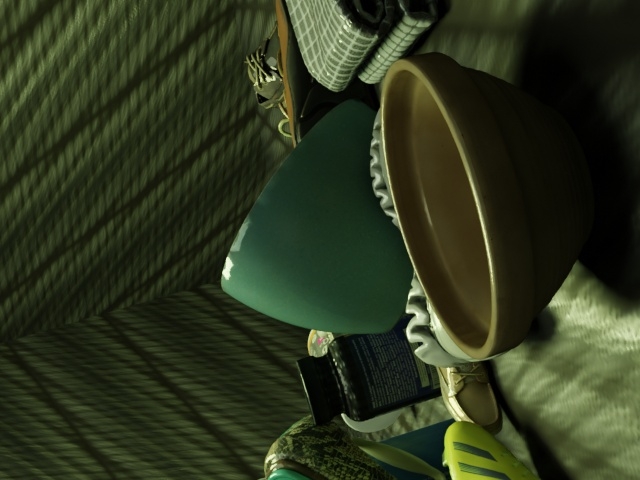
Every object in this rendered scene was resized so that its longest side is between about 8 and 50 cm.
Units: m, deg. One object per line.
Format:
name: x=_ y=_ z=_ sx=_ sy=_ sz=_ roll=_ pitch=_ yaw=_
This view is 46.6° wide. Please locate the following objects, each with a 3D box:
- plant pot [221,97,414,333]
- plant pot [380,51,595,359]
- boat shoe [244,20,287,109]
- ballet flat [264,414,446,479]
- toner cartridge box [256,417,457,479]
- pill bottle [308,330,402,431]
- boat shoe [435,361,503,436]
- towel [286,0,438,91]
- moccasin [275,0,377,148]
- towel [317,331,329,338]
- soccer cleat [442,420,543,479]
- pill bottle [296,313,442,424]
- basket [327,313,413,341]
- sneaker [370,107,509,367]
plant pot: x=0.045 y=0.001 z=0.912 sx=0.195 sy=0.290 sz=0.290 roll=35 pitch=164 yaw=10
plant pot: x=0.135 y=-0.036 z=0.583 sx=0.237 sy=0.109 sz=0.237 roll=165 pitch=90 yaw=-83
boat shoe: x=-0.087 y=-0.353 z=1.568 sx=0.355 sy=0.130 sz=0.132 roll=103 pitch=150 yaw=-77
ballet flat: x=0.148 y=0.402 z=1.023 sx=0.482 sy=0.182 sz=0.164 roll=36 pitch=133 yaw=10
toner cartridge box: x=0.069 y=0.401 z=1.129 sx=0.075 sy=0.347 sz=0.165 roll=96 pitch=157 yaw=-69
pill bottle: x=0.075 y=0.274 z=1.582 sx=0.278 sy=0.162 sz=0.162 roll=-123 pitch=18 yaw=-66
boat shoe: x=0.174 y=0.162 z=0.921 sx=0.059 sy=0.063 sz=0.170 roll=77 pitch=173 yaw=-46
towel: x=0.018 y=-0.326 z=0.819 sx=0.235 sy=0.121 sz=0.284 roll=151 pitch=103 yaw=-82
moccasin: x=-0.002 y=-0.223 z=1.144 sx=0.147 sy=0.139 sz=0.380 roll=105 pitch=149 yaw=-79
towel: x=0.000 y=0.000 z=1.569 sx=0.312 sy=0.056 sz=0.324 roll=-112 pitch=30 yaw=-42
soccer cleat: x=0.221 y=0.281 z=0.754 sx=0.121 sy=0.093 sz=0.289 roll=-59 pitch=31 yaw=21
pill bottle: x=0.083 y=0.181 z=1.040 sx=0.123 sy=0.219 sz=0.123 roll=164 pitch=90 yaw=-83
basket: x=0.082 y=0.109 z=1.146 sx=0.113 sy=0.167 sz=0.103 roll=-141 pitch=29 yaw=-79
sneaker: x=0.134 y=-0.017 z=0.757 sx=0.118 sy=0.110 sz=0.292 roll=-19 pitch=85 yaw=64
